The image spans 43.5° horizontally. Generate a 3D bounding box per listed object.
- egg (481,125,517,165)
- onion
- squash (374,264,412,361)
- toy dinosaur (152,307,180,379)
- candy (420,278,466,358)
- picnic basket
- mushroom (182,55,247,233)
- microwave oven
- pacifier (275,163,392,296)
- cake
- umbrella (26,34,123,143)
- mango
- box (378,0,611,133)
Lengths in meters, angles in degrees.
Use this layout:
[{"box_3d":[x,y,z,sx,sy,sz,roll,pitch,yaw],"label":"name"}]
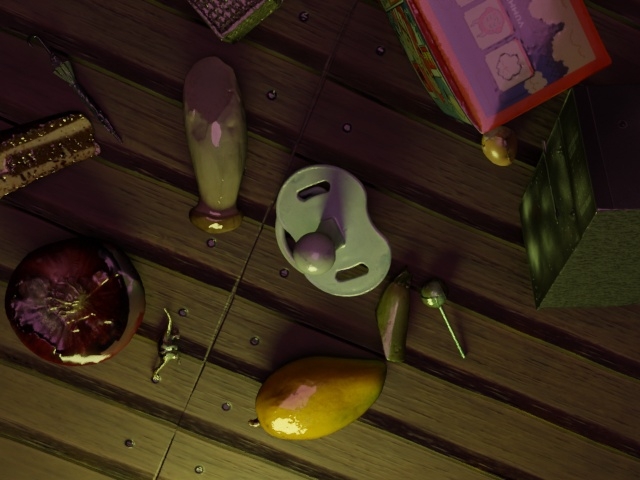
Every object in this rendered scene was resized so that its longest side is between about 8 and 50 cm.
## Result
[{"box_3d":[0.362,-0.190,1.613,0.071,0.071,0.083,-18,115,4],"label":"egg"},{"box_3d":[-0.502,0.125,1.638,0.272,0.195,0.272,6,77,-27],"label":"onion"},{"box_3d":[0.151,0.149,1.691,0.075,0.090,0.200,7,90,29],"label":"squash"},{"box_3d":[-0.324,0.226,1.719,0.058,0.037,0.180,10,104,-8],"label":"toy dinosaur"},{"box_3d":[0.272,0.171,1.713,0.061,0.061,0.202,-26,110,5],"label":"candy"},{"box_3d":[-0.154,-0.463,1.480,0.154,0.196,0.134,-40,98,9],"label":"picnic basket"},{"box_3d":[-0.207,-0.183,1.584,0.128,0.128,0.350,2,107,-1],"label":"mushroom"},{"box_3d":[0.572,-0.064,1.438,0.374,0.432,0.236,-4,65,0],"label":"microwave oven"},{"box_3d":[0.000,0.000,1.579,0.238,0.226,0.287,-16,102,22],"label":"pacifier"},{"box_3d":[-0.588,-0.184,1.619,0.246,0.135,0.112,-30,117,-23],"label":"cake"},{"box_3d":[-0.478,-0.306,1.598,0.269,0.044,0.044,49,61,-17],"label":"umbrella"},{"box_3d":[-0.005,0.331,1.713,0.316,0.119,0.177,-15,100,-6],"label":"mango"},{"box_3d":[0.283,-0.390,1.422,0.256,0.349,0.319,-30,103,6],"label":"box"}]
